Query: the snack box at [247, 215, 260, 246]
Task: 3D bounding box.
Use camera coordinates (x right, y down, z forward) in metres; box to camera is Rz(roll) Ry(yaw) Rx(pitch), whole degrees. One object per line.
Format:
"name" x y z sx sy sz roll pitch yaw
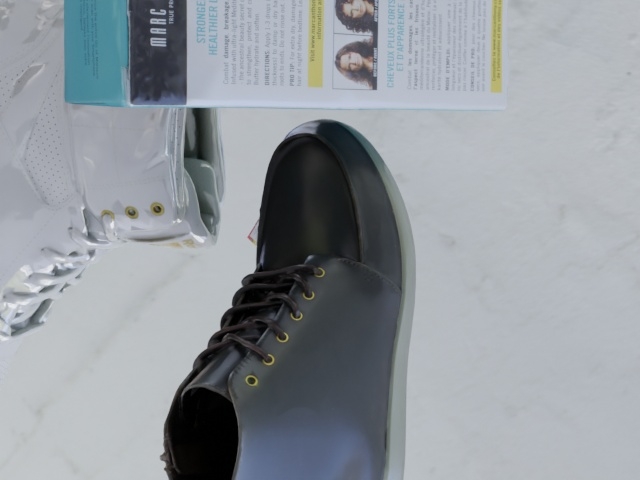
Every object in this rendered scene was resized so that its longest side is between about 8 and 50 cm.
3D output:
"snack box" 0.000 0.000 1.305 0.100 0.141 0.037 44 -56 14

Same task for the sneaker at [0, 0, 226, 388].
"sneaker" -0.147 0.002 0.675 0.169 0.108 0.293 18 -76 13

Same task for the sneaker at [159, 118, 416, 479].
"sneaker" -0.017 0.035 0.598 0.083 0.118 0.222 -16 -109 39

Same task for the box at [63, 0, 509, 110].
"box" -0.007 -0.115 0.598 0.060 0.244 0.101 8 -81 50
